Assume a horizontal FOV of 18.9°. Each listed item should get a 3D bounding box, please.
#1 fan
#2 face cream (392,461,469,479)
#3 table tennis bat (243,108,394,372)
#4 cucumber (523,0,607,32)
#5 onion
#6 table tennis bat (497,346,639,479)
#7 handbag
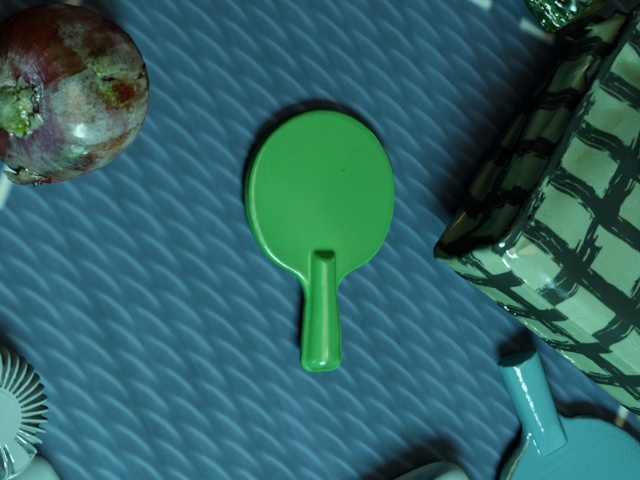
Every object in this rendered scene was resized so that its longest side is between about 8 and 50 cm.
[{"bbox_3d":[-0.283,0.202,1.740,0.130,0.074,0.244,-40,113,-29],"label":"fan"},{"bbox_3d":[0.129,0.375,1.931,0.144,0.071,0.291,-25,103,-21],"label":"face cream"},{"bbox_3d":[0.000,0.000,1.873,0.160,0.039,0.257,1,88,-25],"label":"table tennis bat"},{"bbox_3d":[0.190,-0.309,1.919,0.077,0.077,0.265,-47,108,-15],"label":"cucumber"},{"bbox_3d":[-0.218,-0.141,1.714,0.195,0.159,0.159,-37,110,-52],"label":"onion"},{"bbox_3d":[0.260,0.263,2.002,0.215,0.044,0.329,-29,106,-20],"label":"table tennis bat"},{"bbox_3d":[0.319,-0.026,1.948,0.325,0.162,0.327,39,72,-23],"label":"handbag"}]
